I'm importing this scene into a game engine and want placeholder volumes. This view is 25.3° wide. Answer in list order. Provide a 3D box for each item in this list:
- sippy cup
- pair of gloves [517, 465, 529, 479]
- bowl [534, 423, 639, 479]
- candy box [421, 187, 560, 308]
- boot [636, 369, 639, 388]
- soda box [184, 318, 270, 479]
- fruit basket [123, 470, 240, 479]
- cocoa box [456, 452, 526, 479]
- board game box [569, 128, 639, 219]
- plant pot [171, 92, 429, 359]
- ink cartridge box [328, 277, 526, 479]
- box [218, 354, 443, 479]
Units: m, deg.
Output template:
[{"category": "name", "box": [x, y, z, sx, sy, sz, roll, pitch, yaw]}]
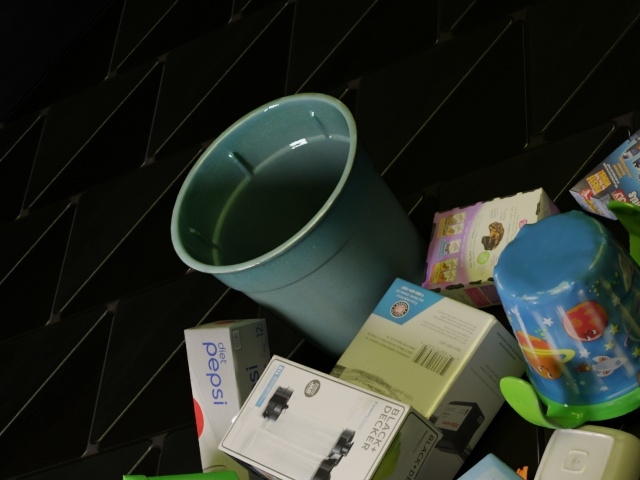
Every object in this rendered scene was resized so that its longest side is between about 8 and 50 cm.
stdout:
[{"category": "sippy cup", "box": [0.353, 0.088, 1.942, 0.240, 0.224, 0.305, -22, 36, 20]}, {"category": "pair of gloves", "box": [0.258, 0.352, 1.961, 0.083, 0.010, 0.074, -27, 42, 45]}, {"category": "bowl", "box": [0.351, 0.306, 1.903, 0.142, 0.053, 0.142, 4, 57, 42]}, {"category": "candy box", "box": [0.266, 0.019, 2.224, 0.196, 0.070, 0.165, -13, 47, 34]}, {"category": "boot", "box": [0.551, 0.214, 1.620, 0.284, 0.138, 0.377, -34, 33, 11]}, {"category": "soda box", "box": [-0.130, 0.267, 2.194, 0.098, 0.091, 0.286, -4, 94, 37]}, {"category": "fruit basket", "box": [-0.231, 0.510, 1.981, 0.392, 0.283, 0.392, -5, 35, 3]}, {"category": "cocoa box", "box": [0.172, 0.469, 1.689, 0.347, 0.228, 0.231, -37, 22, -8]}, {"category": "board game box", "box": [0.483, -0.080, 2.135, 0.194, 0.060, 0.194, -33, 40, 15]}, {"category": "plant pot", "box": [0.000, 0.000, 2.261, 0.341, 0.334, 0.341, -24, 43, 24]}, {"category": "ink cartridge box", "box": [0.128, 0.235, 2.098, 0.223, 0.129, 0.307, 22, 72, 49]}, {"category": "box", "box": [0.010, 0.280, 1.989, 0.290, 0.087, 0.169, 17, 69, 47]}]
